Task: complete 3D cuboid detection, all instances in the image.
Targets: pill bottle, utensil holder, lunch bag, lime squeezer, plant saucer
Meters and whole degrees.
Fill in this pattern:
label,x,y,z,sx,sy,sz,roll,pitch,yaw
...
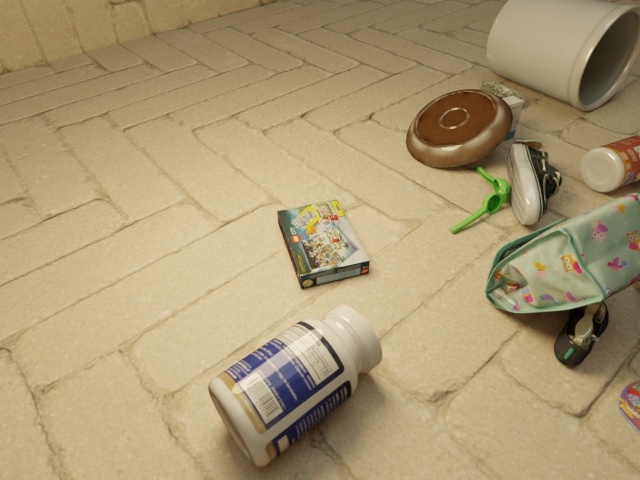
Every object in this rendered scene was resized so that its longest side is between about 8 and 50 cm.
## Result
label,x,y,z,sx,sy,sz,roll,pitch,yaw
pill bottle,-0.034,0.224,0.735,0.264,0.153,0.153,-29,49,-27
utensil holder,0.828,-0.668,1.546,0.327,0.328,0.385,-25,45,-23
lunch bag,0.464,0.043,0.848,0.223,0.262,0.160,-21,77,-21
lime squeezer,0.428,-0.118,1.156,0.110,0.059,0.310,17,47,19
pill bottle,0.822,-0.212,1.193,0.216,0.121,0.121,-18,45,-16
plant saucer,0.398,-0.347,1.318,0.310,0.050,0.311,-15,50,19

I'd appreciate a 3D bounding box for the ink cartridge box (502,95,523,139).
label,x,y,z,sx,sy,sz,roll,pitch,yaw
ink cartridge box,0.561,-0.373,1.375,0.088,0.122,0.052,-18,46,-17

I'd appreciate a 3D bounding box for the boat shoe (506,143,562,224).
label,x,y,z,sx,sy,sz,roll,pitch,yaw
boat shoe,0.557,-0.160,1.146,0.119,0.121,0.335,5,41,14

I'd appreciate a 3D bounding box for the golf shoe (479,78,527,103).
label,x,y,z,sx,sy,sz,roll,pitch,yaw
golf shoe,0.648,-0.517,1.586,0.086,0.069,0.176,-9,42,-37

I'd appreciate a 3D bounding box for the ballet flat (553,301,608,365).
label,x,y,z,sx,sy,sz,roll,pitch,yaw
ballet flat,0.507,0.154,0.850,0.074,0.074,0.203,29,51,29

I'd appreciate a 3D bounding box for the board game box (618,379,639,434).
label,x,y,z,sx,sy,sz,roll,pitch,yaw
board game box,0.583,0.293,0.724,0.133,0.033,0.169,-13,44,-12

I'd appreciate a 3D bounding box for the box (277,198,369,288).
label,x,y,z,sx,sy,sz,roll,pitch,yaw
box,0.000,0.000,1.053,0.159,0.044,0.233,-12,44,-11

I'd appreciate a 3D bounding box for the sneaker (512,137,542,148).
label,x,y,z,sx,sy,sz,roll,pitch,yaw
sneaker,0.631,-0.301,1.362,0.083,0.032,0.037,8,44,10
